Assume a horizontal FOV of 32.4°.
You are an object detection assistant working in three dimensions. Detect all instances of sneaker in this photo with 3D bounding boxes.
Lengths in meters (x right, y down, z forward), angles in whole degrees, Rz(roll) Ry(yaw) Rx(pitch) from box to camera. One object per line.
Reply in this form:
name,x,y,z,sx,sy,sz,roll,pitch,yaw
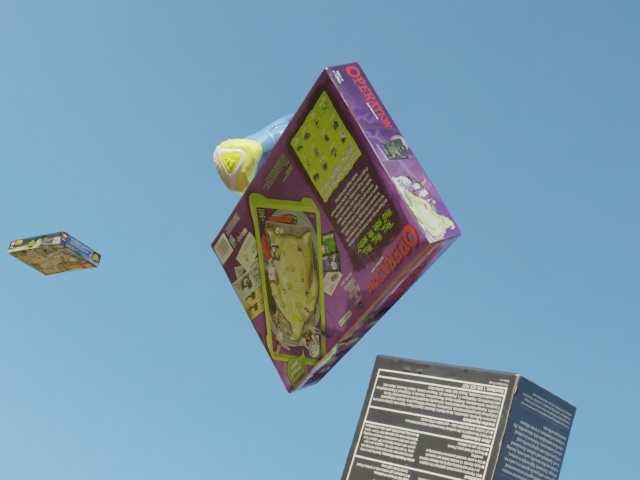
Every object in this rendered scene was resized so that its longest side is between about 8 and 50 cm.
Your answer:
sneaker,-0.041,-0.096,1.372,0.126,0.240,0.091,-26,-95,11

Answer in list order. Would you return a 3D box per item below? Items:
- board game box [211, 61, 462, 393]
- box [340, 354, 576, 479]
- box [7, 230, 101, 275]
board game box,0.000,0.000,1.161,0.208,0.056,0.347,64,-35,19
box,0.203,0.357,1.729,0.296,0.294,0.183,3,-22,47
box,-0.461,0.023,1.909,0.137,0.027,0.094,-8,-32,34
